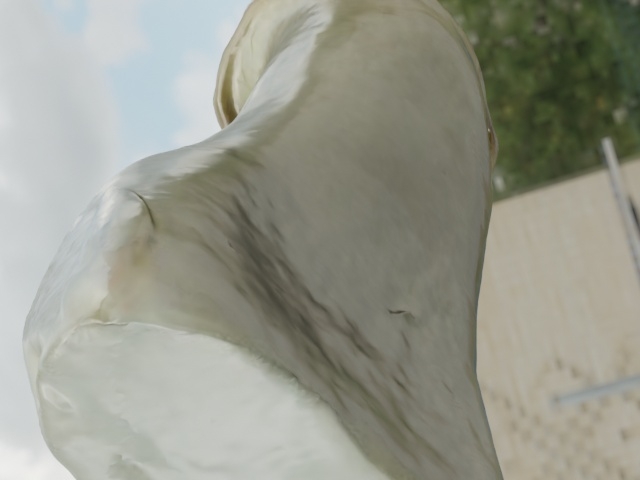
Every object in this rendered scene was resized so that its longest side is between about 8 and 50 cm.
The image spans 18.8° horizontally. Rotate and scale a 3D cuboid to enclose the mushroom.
[{"bbox_3d":[0.000,0.000,0.596,0.329,0.122,0.159,-77,-15,-60],"label":"mushroom"}]
